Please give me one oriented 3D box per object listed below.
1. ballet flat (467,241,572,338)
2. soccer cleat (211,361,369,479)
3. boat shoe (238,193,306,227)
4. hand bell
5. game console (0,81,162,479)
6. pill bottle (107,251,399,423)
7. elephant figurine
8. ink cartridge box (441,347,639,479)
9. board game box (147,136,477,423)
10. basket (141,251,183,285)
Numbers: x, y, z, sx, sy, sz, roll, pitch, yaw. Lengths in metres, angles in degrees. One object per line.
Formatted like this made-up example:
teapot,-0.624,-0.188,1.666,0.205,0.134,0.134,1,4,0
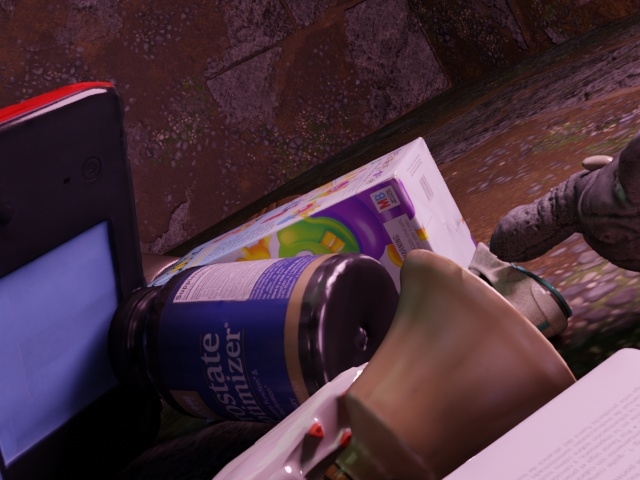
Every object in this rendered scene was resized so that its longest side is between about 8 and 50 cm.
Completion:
ballet flat,0.134,0.039,0.602,0.052,0.057,0.168,-38,8,4
soccer cleat,-0.013,0.135,0.482,0.196,0.068,0.076,-35,8,-23
boat shoe,0.000,0.000,1.054,0.341,0.110,0.122,-20,23,27
hand bell,0.005,0.130,0.404,0.242,0.126,0.126,-42,12,-12
game console,-0.259,0.108,0.576,0.060,0.387,0.342,30,44,31
pill bottle,-0.054,0.076,0.608,0.219,0.123,0.123,-6,21,35
elephant figurine,0.229,-0.031,0.458,0.239,0.169,0.186,-33,-28,4
ink cartridge box,0.075,0.136,0.220,0.275,0.060,0.239,-31,10,-16
board game box,-0.006,0.038,0.741,0.275,0.142,0.144,-24,10,23
basket,-0.232,0.097,1.100,0.226,0.154,0.204,-8,37,54
